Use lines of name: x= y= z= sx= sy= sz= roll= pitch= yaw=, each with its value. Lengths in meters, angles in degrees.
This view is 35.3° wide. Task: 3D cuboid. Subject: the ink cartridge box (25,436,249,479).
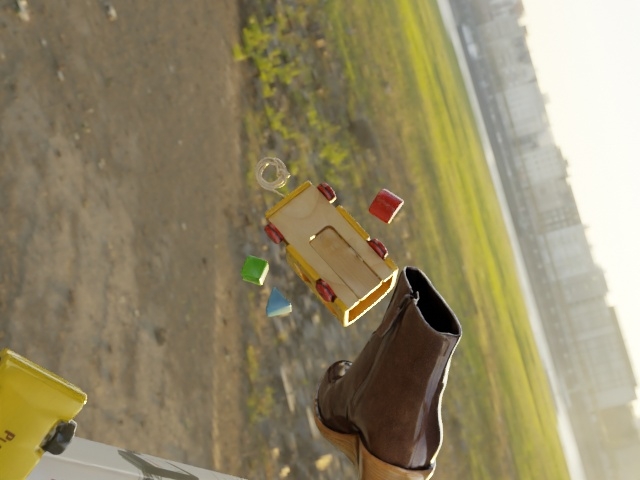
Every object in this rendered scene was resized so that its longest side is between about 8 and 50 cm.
ink cartridge box: x=-0.208 y=0.353 z=1.089 sx=0.129 sy=0.307 sz=0.223 roll=9 pitch=-100 yaw=68

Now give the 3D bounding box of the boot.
boot: x=0.066 y=0.118 z=0.941 sx=0.248 sy=0.090 sz=0.206 roll=-115 pitch=-143 yaw=-65

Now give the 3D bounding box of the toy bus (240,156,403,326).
toy bus: x=0.004 y=0.012 z=1.279 sx=0.104 sy=0.191 sz=0.202 roll=90 pitch=6 yaw=-70

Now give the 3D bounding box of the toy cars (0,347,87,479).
toy cars: x=-0.287 y=0.266 z=0.916 sx=0.087 sy=0.177 sz=0.393 roll=-121 pitch=-153 yaw=-64
